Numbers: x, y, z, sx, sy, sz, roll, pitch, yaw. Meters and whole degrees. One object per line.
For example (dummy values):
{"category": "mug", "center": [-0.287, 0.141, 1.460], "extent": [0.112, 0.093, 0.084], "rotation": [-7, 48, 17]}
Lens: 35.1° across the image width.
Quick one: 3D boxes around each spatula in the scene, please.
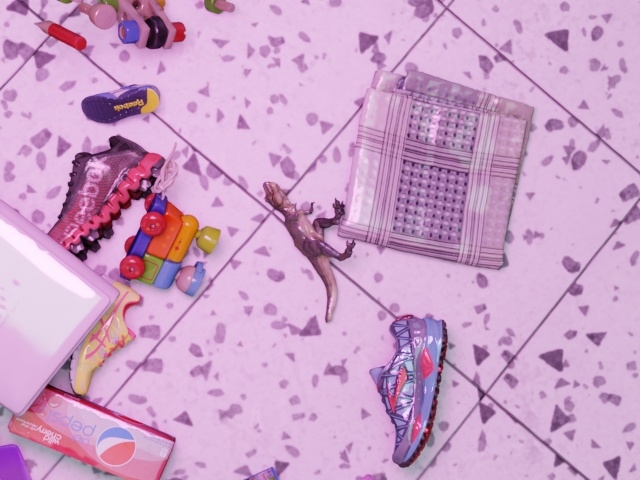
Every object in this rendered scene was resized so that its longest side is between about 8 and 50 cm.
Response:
{"category": "spatula", "center": [-0.561, 0.292, 1.700], "extent": [0.084, 0.030, 0.296], "rotation": [-16, 87, -5]}

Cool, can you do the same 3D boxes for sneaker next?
{"category": "sneaker", "center": [0.144, 0.258, 1.756], "extent": [0.125, 0.104, 0.261], "rotation": [10, 79, 13]}
{"category": "sneaker", "center": [-0.361, 0.165, 1.705], "extent": [0.094, 0.081, 0.208], "rotation": [19, 79, -9]}
{"category": "sneaker", "center": [-0.391, -0.070, 1.713], "extent": [0.135, 0.097, 0.276], "rotation": [41, 74, 1]}
{"category": "sneaker", "center": [-0.345, -0.241, 1.766], "extent": [0.144, 0.059, 0.053], "rotation": [-6, 117, 9]}

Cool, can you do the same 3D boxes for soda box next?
{"category": "soda box", "center": [-0.378, 0.323, 1.690], "extent": [0.263, 0.083, 0.092], "rotation": [23, 83, -4]}

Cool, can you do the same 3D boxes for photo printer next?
{"category": "photo printer", "center": [-0.512, 0.087, 1.587], "extent": [0.307, 0.107, 0.256], "rotation": [40, 87, -6]}

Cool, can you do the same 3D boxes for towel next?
{"category": "towel", "center": [0.210, -0.132, 1.807], "extent": [0.312, 0.056, 0.324], "rotation": [13, 83, -4]}

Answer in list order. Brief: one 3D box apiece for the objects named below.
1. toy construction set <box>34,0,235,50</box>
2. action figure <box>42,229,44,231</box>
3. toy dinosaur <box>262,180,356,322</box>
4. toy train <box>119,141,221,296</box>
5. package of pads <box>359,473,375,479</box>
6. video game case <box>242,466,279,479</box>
{"category": "toy construction set", "center": [-0.358, -0.449, 1.721], "extent": [0.309, 0.257, 0.237], "rotation": [-39, 45, -23]}
{"category": "action figure", "center": [-0.582, 0.052, 1.693], "extent": [0.285, 0.099, 0.185], "rotation": [-24, 80, -11]}
{"category": "toy dinosaur", "center": [0.000, 0.000, 1.760], "extent": [0.118, 0.064, 0.268], "rotation": [-27, 89, 30]}
{"category": "toy train", "center": [-0.229, -0.027, 1.696], "extent": [0.143, 0.105, 0.248], "rotation": [24, 110, -15]}
{"category": "package of pads", "center": [0.064, 0.439, 1.739], "extent": [0.083, 0.050, 0.032], "rotation": [-35, 94, -8]}
{"category": "video game case", "center": [-0.139, 0.448, 1.688], "extent": [0.166, 0.119, 0.015], "rotation": [-24, 116, -7]}
